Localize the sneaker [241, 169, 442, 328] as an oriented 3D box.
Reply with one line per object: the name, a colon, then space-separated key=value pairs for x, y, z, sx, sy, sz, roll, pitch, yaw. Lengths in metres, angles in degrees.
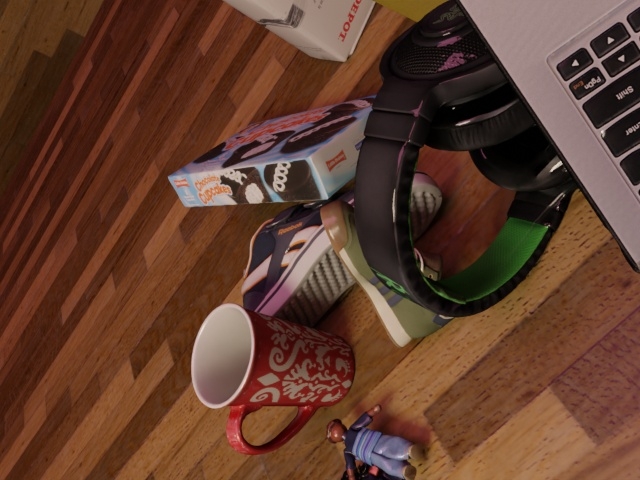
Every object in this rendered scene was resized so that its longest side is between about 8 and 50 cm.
sneaker: x=0.000 y=0.000 z=0.683 sx=0.321 sy=0.126 sz=0.127 roll=-43 pitch=52 yaw=28

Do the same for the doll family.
doll family: x=0.035 y=0.270 z=0.570 sx=0.111 sy=0.076 sz=0.193 roll=3 pitch=53 yaw=45

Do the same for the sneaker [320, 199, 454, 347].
sneaker: x=0.081 y=0.025 z=0.561 sx=0.086 sy=0.192 sz=0.064 roll=-24 pitch=28 yaw=16

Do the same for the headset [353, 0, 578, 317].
headset: x=0.178 y=-0.118 z=0.448 sx=0.185 sy=0.244 sz=0.393 roll=22 pitch=93 yaw=48

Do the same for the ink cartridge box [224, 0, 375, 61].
ink cartridge box: x=-0.046 y=-0.412 z=0.785 sx=0.115 sy=0.273 sz=0.198 roll=31 pitch=98 yaw=51

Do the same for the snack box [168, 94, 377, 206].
snack box: x=-0.053 y=-0.121 z=0.759 sx=0.322 sy=0.060 sz=0.187 roll=1 pitch=34 yaw=47

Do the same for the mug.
mug: x=-0.055 y=0.161 z=0.646 sx=0.113 sy=0.169 sz=0.150 roll=19 pitch=90 yaw=48

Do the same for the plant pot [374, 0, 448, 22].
plant pot: x=0.134 y=-0.384 z=0.646 sx=0.187 sy=0.212 sz=0.212 roll=-42 pitch=48 yaw=44

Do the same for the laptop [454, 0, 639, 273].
laptop: x=0.319 y=-0.103 z=0.216 sx=0.382 sy=0.407 sz=0.236 roll=-35 pitch=6 yaw=13
